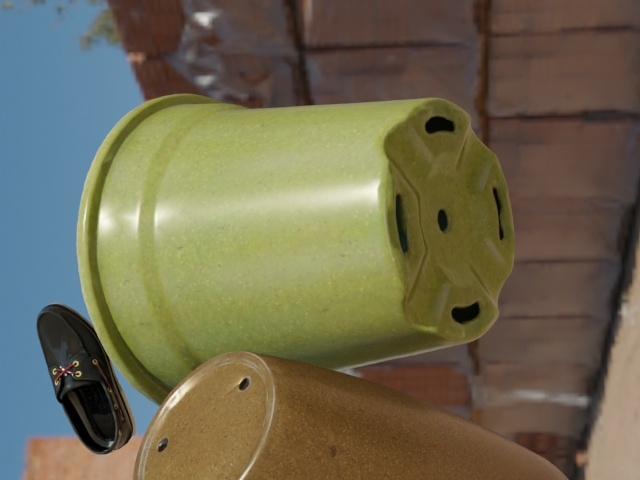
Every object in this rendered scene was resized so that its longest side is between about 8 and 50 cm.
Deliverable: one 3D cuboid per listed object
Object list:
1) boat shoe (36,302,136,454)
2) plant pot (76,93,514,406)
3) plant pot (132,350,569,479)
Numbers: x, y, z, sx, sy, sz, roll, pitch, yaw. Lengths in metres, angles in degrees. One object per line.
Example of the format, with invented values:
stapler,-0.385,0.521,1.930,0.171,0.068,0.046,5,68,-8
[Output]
boat shoe,-0.195,0.112,0.974,0.133,0.049,0.042,63,-167,0
plant pot,0.000,0.000,0.930,0.276,0.254,0.276,12,-106,-51
plant pot,0.010,0.182,0.773,0.254,0.237,0.237,40,-145,-32
